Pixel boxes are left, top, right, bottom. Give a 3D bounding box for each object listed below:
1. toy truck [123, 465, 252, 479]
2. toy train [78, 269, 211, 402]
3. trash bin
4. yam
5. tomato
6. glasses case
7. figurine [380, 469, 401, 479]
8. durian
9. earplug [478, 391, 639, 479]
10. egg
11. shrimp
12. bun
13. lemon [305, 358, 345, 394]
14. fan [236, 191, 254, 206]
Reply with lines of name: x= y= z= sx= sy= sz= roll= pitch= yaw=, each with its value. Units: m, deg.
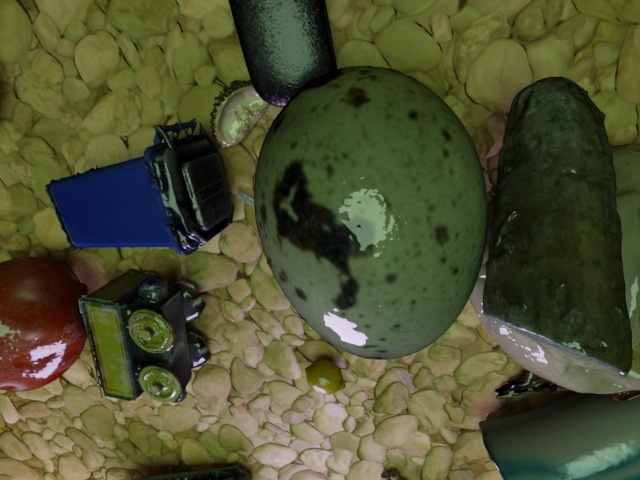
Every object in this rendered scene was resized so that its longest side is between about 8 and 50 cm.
toy truck: x=-0.314 y=0.605 z=0.897 sx=0.339 sy=0.133 sz=0.184 roll=-4 pitch=100 yaw=6
toy train: x=-0.310 y=0.178 z=0.735 sx=0.178 sy=0.134 sz=0.260 roll=5 pitch=112 yaw=13
trash bin: x=-0.275 y=-0.075 z=0.623 sx=0.235 sy=0.162 sz=0.183 roll=-6 pitch=109 yaw=16
yam: x=0.251 y=-0.033 z=0.440 sx=0.133 sy=0.133 sz=0.329 roll=8 pitch=73 yaw=5
tomato: x=-0.525 y=0.138 z=0.698 sx=0.232 sy=0.189 sz=0.231 roll=-4 pitch=82 yaw=35
glasses case: x=-0.062 y=-0.342 z=0.528 sx=0.122 sy=0.082 sz=0.320 roll=-10 pitch=108 yaw=12
figurine: x=0.163 y=0.561 z=0.853 sx=0.101 sy=0.068 sz=0.143 roll=-42 pitch=88 yaw=15
durian: x=-0.128 y=-0.198 z=0.608 sx=0.066 sy=0.052 sz=0.130 roll=42 pitch=103 yaw=-6
earplug: x=0.461 y=0.332 z=0.671 sx=0.324 sy=0.185 sz=0.185 roll=-31 pitch=104 yaw=13
egg: x=0.065 y=-0.024 z=0.525 sx=0.288 sy=0.287 sz=0.379 roll=-9 pitch=119 yaw=11
shrimp: x=0.417 y=0.227 z=0.665 sx=0.262 sy=0.117 sz=0.066 roll=-26 pitch=92 yaw=20
bun: x=0.391 y=0.054 z=0.546 sx=0.366 sy=0.219 sz=0.364 roll=2 pitch=107 yaw=5
lemon: x=0.009 y=0.258 z=0.756 sx=0.083 sy=0.062 sz=0.062 roll=25 pitch=112 yaw=-2
fan: x=0.000 y=0.000 z=0.688 sx=0.329 sy=0.009 sz=0.190 roll=31 pitch=112 yaw=-5
